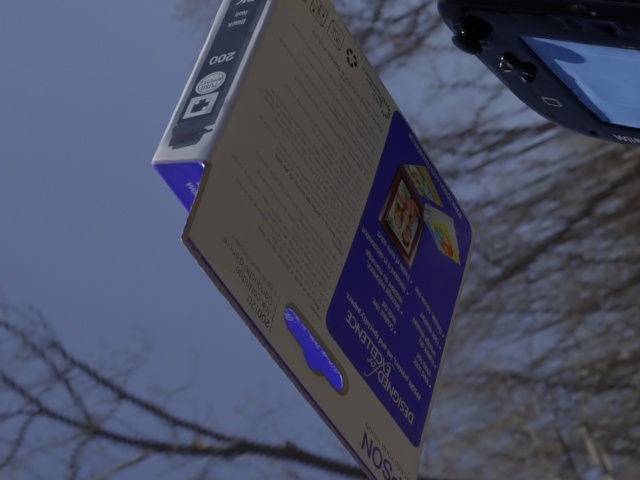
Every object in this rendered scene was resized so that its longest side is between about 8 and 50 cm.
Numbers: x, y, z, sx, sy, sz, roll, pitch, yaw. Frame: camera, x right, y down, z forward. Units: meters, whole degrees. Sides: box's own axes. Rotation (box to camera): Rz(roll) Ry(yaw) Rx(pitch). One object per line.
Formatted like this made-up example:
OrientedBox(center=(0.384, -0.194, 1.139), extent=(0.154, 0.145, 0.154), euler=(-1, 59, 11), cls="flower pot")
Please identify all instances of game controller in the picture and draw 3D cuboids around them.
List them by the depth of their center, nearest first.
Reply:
OrientedBox(center=(0.211, -0.095, 0.901), extent=(0.319, 0.067, 0.166), euler=(18, 156, 50), cls="game controller")

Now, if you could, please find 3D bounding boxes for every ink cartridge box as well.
OrientedBox(center=(0.000, 0.000, 0.753), extent=(0.206, 0.045, 0.208), euler=(55, -145, -32), cls="ink cartridge box")
